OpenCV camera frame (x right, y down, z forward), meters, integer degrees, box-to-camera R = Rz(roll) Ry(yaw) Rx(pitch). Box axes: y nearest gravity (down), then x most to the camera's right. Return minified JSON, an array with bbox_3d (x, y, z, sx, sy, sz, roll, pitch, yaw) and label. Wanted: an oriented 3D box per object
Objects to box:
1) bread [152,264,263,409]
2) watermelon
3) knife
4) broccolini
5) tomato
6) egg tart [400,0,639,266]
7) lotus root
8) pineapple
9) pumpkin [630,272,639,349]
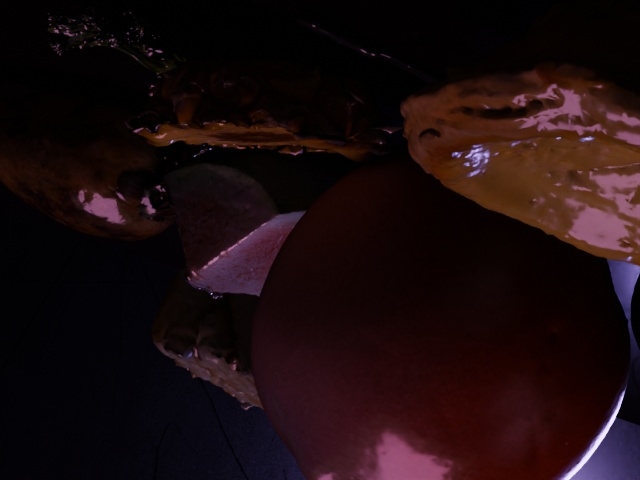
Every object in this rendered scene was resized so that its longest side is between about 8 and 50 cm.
[{"bbox_3d":[0.029,0.097,2.000,0.395,0.264,0.239,13,158,34],"label":"bread"},{"bbox_3d":[0.000,0.000,1.611,0.305,0.180,0.224,24,-176,-46],"label":"watermelon"},{"bbox_3d":[0.054,-0.131,1.210,0.170,0.010,0.023,21,178,-31],"label":"knife"},{"bbox_3d":[-0.166,-0.154,1.424,0.123,0.062,0.271,27,175,6],"label":"broccolini"},{"bbox_3d":[0.093,0.084,1.375,0.321,0.322,0.321,18,172,3],"label":"tomato"},{"bbox_3d":[0.199,-0.060,0.968,0.314,0.120,0.315,18,170,3],"label":"egg tart"},{"bbox_3d":[-0.248,-0.081,1.755,0.314,0.141,0.169,16,168,28],"label":"lotus root"},{"bbox_3d":[-0.044,-0.106,1.305,0.224,0.076,0.225,5,179,0],"label":"pineapple"},{"bbox_3d":[0.338,0.056,1.326,0.190,0.146,0.190,1,-171,0],"label":"pumpkin"}]
